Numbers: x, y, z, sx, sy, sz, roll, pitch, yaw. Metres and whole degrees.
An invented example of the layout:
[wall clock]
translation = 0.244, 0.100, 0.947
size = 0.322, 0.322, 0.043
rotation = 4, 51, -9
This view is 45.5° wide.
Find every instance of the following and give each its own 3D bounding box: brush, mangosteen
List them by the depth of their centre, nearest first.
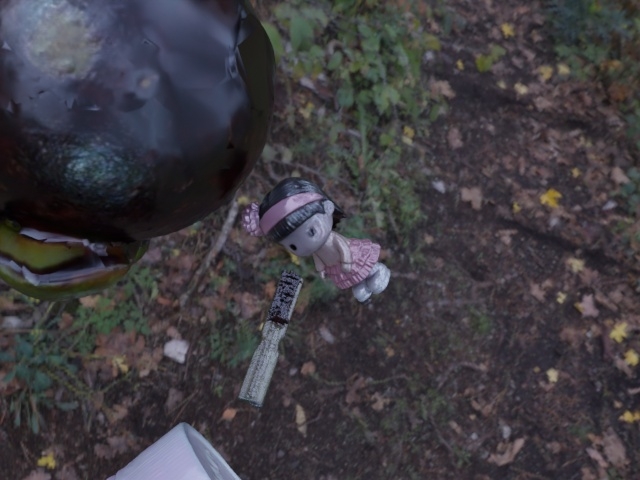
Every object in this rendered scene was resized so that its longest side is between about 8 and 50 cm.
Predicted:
[mangosteen]
translation = -0.181, -0.119, 0.609
size = 0.311, 0.311, 0.311
rotation = 12, 49, -14
[brush]
translation = -0.074, 0.142, 1.179
size = 0.043, 0.036, 0.248
rotation = 14, 50, 6

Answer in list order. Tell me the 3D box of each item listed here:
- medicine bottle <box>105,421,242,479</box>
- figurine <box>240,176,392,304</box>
[medicine bottle]
translation = -0.204, 0.330, 0.582
size = 0.379, 0.213, 0.213
rotation = -38, 71, -9
[figurine]
translation = 0.000, 0.000, 0.637
size = 0.129, 0.072, 0.054
rotation = 39, 45, -19
